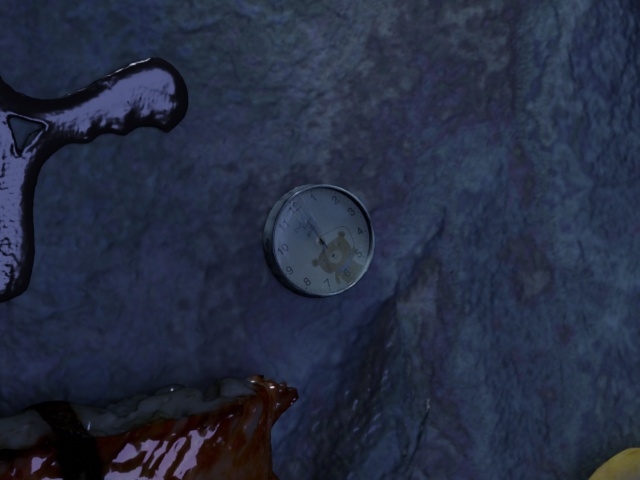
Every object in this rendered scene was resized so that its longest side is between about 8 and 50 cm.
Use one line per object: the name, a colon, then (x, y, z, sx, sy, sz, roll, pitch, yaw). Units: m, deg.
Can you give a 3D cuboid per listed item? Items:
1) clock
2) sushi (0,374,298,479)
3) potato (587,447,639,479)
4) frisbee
clock: (0.000, 0.000, 1.001, 0.085, 0.017, 0.085, 0, 89, -23)
sushi: (-0.159, 0.160, 0.879, 0.332, 0.130, 0.124, -5, 96, -18)
potato: (0.269, 0.254, 1.048, 0.191, 0.141, 0.296, 45, 73, 1)
frisbee: (-0.210, -0.079, 0.916, 0.187, 0.012, 0.211, 41, 75, -17)
